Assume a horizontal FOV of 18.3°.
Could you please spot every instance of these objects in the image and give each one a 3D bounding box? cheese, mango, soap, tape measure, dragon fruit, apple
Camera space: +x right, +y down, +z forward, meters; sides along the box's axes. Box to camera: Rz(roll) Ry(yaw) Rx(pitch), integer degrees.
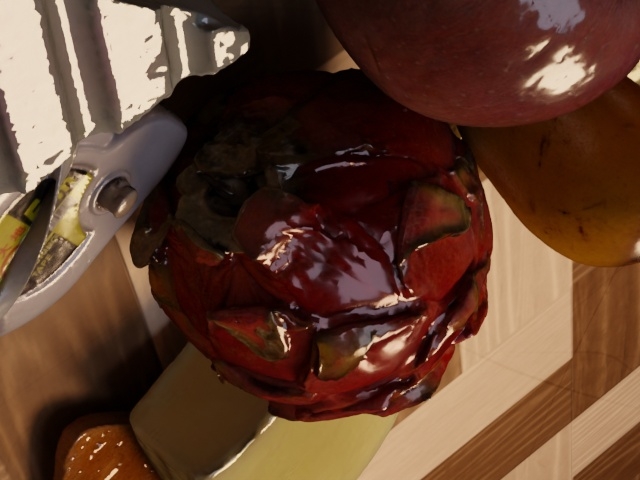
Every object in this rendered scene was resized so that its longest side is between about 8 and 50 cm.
[{"bbox_3d":[-0.038,0.156,1.814,0.242,0.124,0.265,-47,152,-14],"label":"cheese"},{"bbox_3d":[0.193,-0.070,1.540,0.112,0.219,0.145,-14,138,-59],"label":"mango"},{"bbox_3d":[-0.194,-0.177,1.170,0.257,0.159,0.302,-32,151,-17],"label":"soap"},{"bbox_3d":[-0.215,-0.031,1.370,0.236,0.120,0.197,-51,157,0],"label":"tape measure"},{"bbox_3d":[0.000,0.000,1.548,0.277,0.277,0.342,-41,142,-9],"label":"dragon fruit"},{"bbox_3d":[0.114,-0.229,1.404,0.305,0.235,0.306,9,78,-47],"label":"apple"}]

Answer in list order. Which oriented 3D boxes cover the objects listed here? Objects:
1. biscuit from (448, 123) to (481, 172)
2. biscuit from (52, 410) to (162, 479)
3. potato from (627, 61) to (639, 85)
[{"bbox_3d":[0.107,-0.070,1.766,0.197,0.049,0.302,-32,150,-60],"label":"biscuit"},{"bbox_3d":[-0.184,0.219,1.814,0.183,0.043,0.280,-51,151,-9],"label":"biscuit"},{"bbox_3d":[0.225,-0.230,1.611,0.160,0.177,0.235,-10,105,-70],"label":"potato"}]
